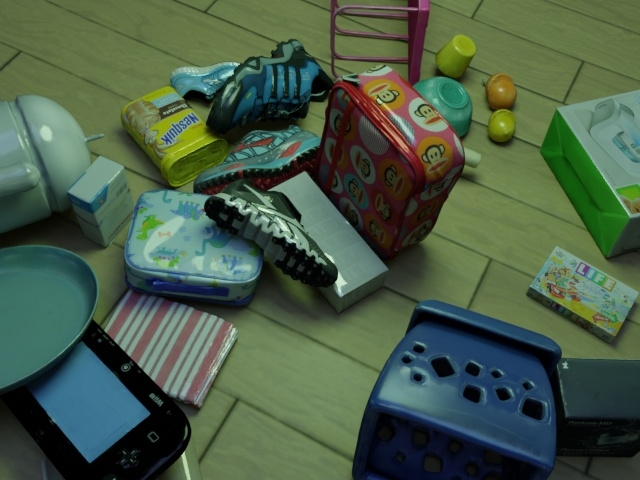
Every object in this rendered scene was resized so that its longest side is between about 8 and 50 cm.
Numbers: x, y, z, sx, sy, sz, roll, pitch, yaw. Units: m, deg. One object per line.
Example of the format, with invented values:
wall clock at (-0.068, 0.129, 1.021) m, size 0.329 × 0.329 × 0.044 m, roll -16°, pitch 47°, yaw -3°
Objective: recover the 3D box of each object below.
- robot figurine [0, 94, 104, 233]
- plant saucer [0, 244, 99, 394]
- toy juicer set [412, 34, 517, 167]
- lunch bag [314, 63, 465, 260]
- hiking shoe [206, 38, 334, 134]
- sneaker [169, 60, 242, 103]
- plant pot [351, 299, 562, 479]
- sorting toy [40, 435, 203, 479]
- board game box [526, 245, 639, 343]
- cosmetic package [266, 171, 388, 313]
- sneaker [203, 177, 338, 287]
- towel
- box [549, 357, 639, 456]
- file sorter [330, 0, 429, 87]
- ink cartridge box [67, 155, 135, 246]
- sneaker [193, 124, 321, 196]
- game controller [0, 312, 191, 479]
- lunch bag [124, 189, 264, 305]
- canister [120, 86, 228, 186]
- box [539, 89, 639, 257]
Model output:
robot figurine at (-0.524, -0.113, 1.242) m, size 0.353 × 0.200 × 0.300 m, roll -22°, pitch 26°, yaw -18°
plant saucer at (-0.478, 0.122, 1.135) m, size 0.317 × 0.044 × 0.317 m, roll -4°, pitch 39°, yaw 3°
toy juicer set at (0.259, -0.230, 1.464) m, size 0.209 × 0.089 × 0.329 m, roll 37°, pitch 56°, yaw -2°
lunch bag at (0.090, -0.133, 1.243) m, size 0.120 × 0.293 × 0.258 m, roll -29°, pitch 67°, yaw -23°
hiking shoe at (-0.082, -0.269, 1.413) m, size 0.132 × 0.113 × 0.304 m, roll 39°, pitch 49°, yaw 6°
sneaker at (-0.205, -0.295, 1.488) m, size 0.162 × 0.063 × 0.073 m, roll -9°, pitch 75°, yaw -6°
plant pot at (0.190, 0.226, 1.055) m, size 0.236 × 0.236 × 0.212 m, roll 18°, pitch 51°, yaw 9°
sorting toy at (-0.263, 0.349, 1.048) m, size 0.208 × 0.038 × 0.193 m, roll -13°, pitch 58°, yaw -13°
board game box at (0.435, 0.088, 1.285) m, size 0.154 × 0.026 × 0.103 m, roll 31°, pitch 59°, yaw 16°
cosmetic package at (0.000, 0.000, 1.291) m, size 0.099 × 0.060 × 0.239 m, roll -27°, pitch 62°, yaw -23°
sneaker at (-0.059, -0.022, 1.207) m, size 0.234 × 0.078 × 0.106 m, roll 34°, pitch 51°, yaw 1°
towel at (-0.241, 0.162, 1.186) m, size 0.197 × 0.029 × 0.144 m, roll 19°, pitch 56°, yaw 12°
box at (0.390, 0.239, 1.100) m, size 0.156 × 0.158 × 0.093 m, roll 1°, pitch 56°, yaw -3°
file sorter at (0.114, -0.478, 1.543) m, size 0.182 × 0.202 × 0.291 m, roll 3°, pitch 56°, yaw 2°
ink cartridge box at (-0.356, -0.062, 1.270) m, size 0.052 × 0.122 × 0.088 m, roll 24°, pitch 57°, yaw 16°
sneaker at (-0.114, -0.130, 1.363) m, size 0.262 × 0.104 × 0.125 m, roll -21°, pitch 49°, yaw -26°
game controller at (-0.322, 0.226, 1.075) m, size 0.319 × 0.067 × 0.166 m, roll 36°, pitch 70°, yaw 31°
lunch bag at (-0.201, 0.013, 1.243) m, size 0.219 × 0.090 × 0.176 m, roll 7°, pitch 52°, yaw -7°
canister at (-0.266, -0.191, 1.394) m, size 0.126 × 0.073 × 0.170 m, roll -32°, pitch 62°, yaw -23°
box at (0.564, -0.127, 1.384) m, size 0.231 × 0.127 × 0.262 m, roll -13°, pitch 57°, yaw -11°
